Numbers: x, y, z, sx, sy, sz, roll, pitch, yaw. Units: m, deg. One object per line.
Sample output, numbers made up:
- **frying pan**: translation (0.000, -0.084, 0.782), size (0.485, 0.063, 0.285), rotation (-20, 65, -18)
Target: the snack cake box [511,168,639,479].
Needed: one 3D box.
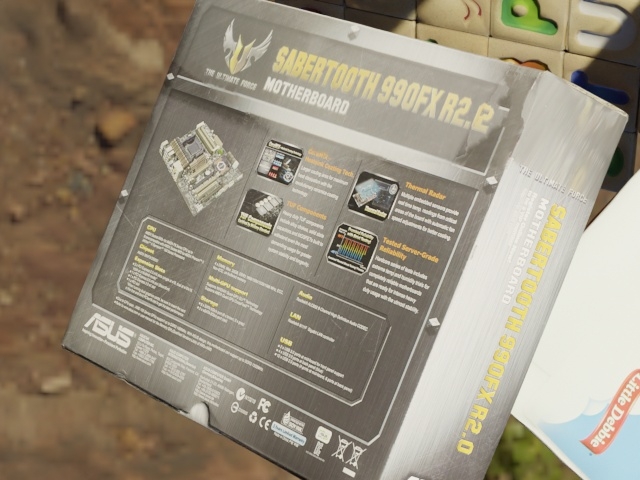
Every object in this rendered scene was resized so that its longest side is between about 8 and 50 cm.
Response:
- **snack cake box**: translation (0.159, 0.021, 0.921), size (0.152, 0.089, 0.264), rotation (-48, 174, 9)

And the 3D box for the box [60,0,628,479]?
- **box**: translation (0.000, 0.000, 0.831), size (0.056, 0.183, 0.231), rotation (23, 179, -41)

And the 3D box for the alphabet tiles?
- **alphabet tiles**: translation (0.122, -0.171, 1.404), size (0.342, 0.011, 0.285), rotation (14, 132, 19)
